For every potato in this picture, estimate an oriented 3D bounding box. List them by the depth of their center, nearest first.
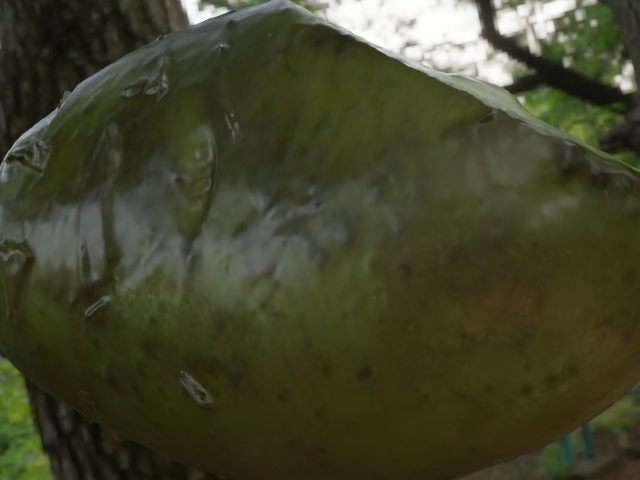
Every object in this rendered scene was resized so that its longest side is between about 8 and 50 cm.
[{"bbox_3d":[0.000,0.000,0.481,0.298,0.176,0.141,1,-4,34],"label":"potato"}]
